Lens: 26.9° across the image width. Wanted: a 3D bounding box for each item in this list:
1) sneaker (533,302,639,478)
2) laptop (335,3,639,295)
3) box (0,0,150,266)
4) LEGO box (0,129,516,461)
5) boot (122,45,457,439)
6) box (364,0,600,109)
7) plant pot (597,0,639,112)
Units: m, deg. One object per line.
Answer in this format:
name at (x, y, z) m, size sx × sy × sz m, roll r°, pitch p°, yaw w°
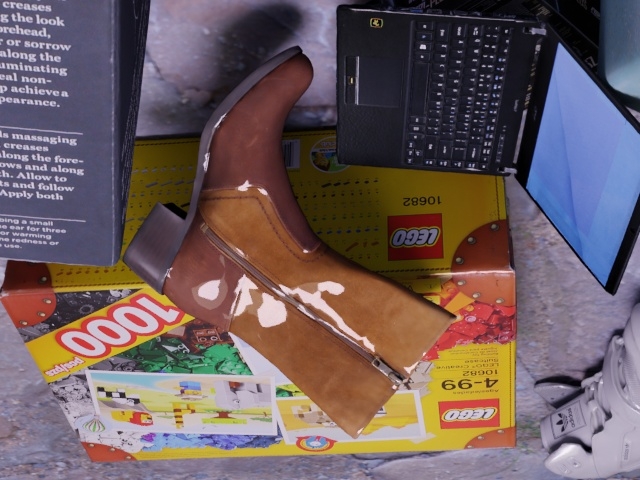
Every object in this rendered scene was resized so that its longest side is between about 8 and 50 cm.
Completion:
sneaker at (0.369, 0.204, 1.677) m, size 0.210 × 0.137 × 0.366 m, roll -12°, pitch 146°, yaw 14°
laptop at (0.139, -0.072, 1.146) m, size 0.264 × 0.137 × 0.234 m, roll 4°, pitch 150°, yaw 3°
box at (-0.235, -0.212, 0.972) m, size 0.212 × 0.294 × 0.395 m, roll 5°, pitch 144°, yaw -6°
LEGO box at (-0.044, 0.070, 1.453) m, size 0.500 × 0.193 × 0.372 m, roll -3°, pitch 144°, yaw 7°
boot at (0.000, 0.000, 1.198) m, size 0.280 × 0.264 × 0.096 m, roll 35°, pitch -177°, yaw 4°
box at (0.144, -0.182, 1.187) m, size 0.180 × 0.078 × 0.147 m, roll -28°, pitch 136°, yaw 37°
plant pot at (0.353, -0.196, 1.036) m, size 0.247 × 0.248 × 0.252 m, roll 20°, pitch 152°, yaw -25°
